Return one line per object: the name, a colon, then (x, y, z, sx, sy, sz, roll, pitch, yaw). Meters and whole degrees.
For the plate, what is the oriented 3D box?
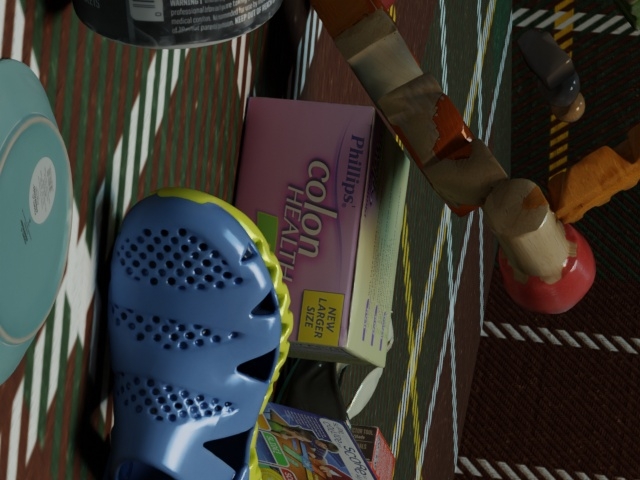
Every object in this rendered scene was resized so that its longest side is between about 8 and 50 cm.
plate: (-0.171, -0.007, 0.927, 0.188, 0.024, 0.188, 6, 90, -78)

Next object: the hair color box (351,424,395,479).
hair color box: (0.027, 0.246, 1.870, 0.167, 0.093, 0.053, 65, 33, -68)

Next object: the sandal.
sandal: (-0.095, 0.118, 1.140, 0.138, 0.126, 0.317, -54, 147, -61)

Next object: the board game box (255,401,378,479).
board game box: (-0.012, 0.198, 1.335, 0.035, 0.136, 0.201, -63, -153, 18)

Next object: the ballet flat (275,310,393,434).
ballet flat: (0.025, 0.117, 1.781, 0.280, 0.096, 0.095, -73, 164, -44)

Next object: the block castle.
block castle: (0.192, -0.181, 1.526, 0.453, 0.303, 0.213, 59, 4, 27)

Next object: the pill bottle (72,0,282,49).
pill bottle: (-0.088, -0.243, 0.941, 0.130, 0.131, 0.245, -68, 161, -54)

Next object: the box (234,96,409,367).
box: (0.000, 0.000, 1.544, 0.243, 0.117, 0.213, 40, 57, -78)
